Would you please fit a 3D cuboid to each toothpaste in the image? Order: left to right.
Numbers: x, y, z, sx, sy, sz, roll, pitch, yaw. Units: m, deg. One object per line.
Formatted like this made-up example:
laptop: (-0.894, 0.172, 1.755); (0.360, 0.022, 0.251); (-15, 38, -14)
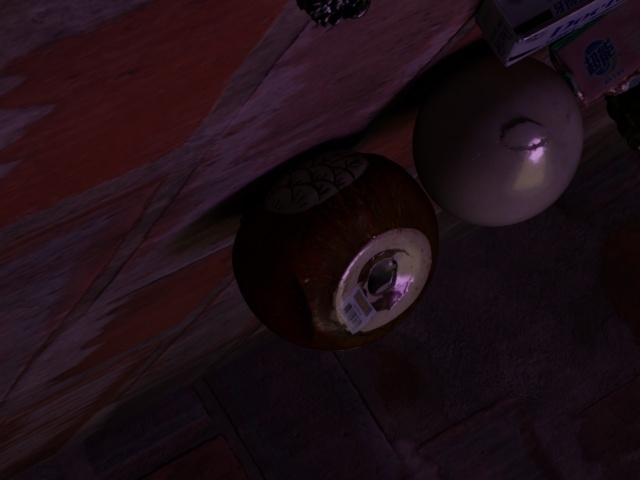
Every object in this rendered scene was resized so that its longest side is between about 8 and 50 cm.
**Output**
toothpaste: (0.313, -0.284, 1.626); (0.336, 0.067, 0.081); (-30, 170, -11)

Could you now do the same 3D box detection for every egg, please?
egg: (0.196, -0.110, 1.831); (0.186, 0.187, 0.253); (-29, 174, -13)

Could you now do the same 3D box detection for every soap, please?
soap: (0.425, -0.278, 1.980); (0.273, 0.098, 0.218); (-36, 171, 35)

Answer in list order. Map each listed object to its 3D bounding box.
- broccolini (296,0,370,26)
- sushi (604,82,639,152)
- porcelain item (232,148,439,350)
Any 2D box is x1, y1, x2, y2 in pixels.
broccolini: (0.068, -0.211, 1.125); (0.202, 0.068, 0.091); (-31, 154, -9)
sushi: (0.543, -0.265, 2.245); (0.352, 0.178, 0.294); (-26, 173, -24)
porcelain item: (0.000, 0.000, 1.882); (0.253, 0.253, 0.253); (-30, 173, -4)
